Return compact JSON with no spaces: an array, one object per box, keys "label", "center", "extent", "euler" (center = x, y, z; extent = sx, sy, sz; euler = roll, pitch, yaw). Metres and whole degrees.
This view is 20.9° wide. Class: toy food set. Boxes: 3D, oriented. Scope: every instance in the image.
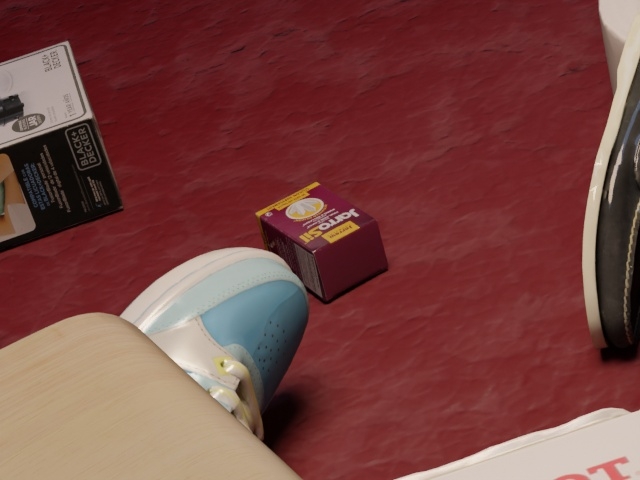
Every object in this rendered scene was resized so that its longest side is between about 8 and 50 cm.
[{"label":"toy food set","center":[-0.145,0.162,0.749],"extent":[0.306,0.092,0.219],"euler":[-27,38,-23]}]

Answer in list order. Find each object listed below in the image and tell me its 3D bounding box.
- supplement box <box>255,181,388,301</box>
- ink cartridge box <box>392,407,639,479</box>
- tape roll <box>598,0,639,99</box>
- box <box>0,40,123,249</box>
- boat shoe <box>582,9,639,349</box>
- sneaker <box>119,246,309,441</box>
[{"label":"supplement box","center":[0.000,0.000,1.206],"extent":[0.055,0.043,0.083],"euler":[-28,33,-21]},{"label":"ink cartridge box","center":[0.072,0.207,0.529],"extent":[0.226,0.131,0.306],"euler":[-17,28,-7]},{"label":"tape roll","center":[0.343,-0.151,1.236],"extent":[0.286,0.100,0.286],"euler":[-12,31,8]},{"label":"box","center":[-0.317,-0.050,1.396],"extent":[0.290,0.087,0.169],"euler":[-19,31,-6]},{"label":"boat shoe","center":[0.212,-0.041,1.068],"extent":[0.079,0.084,0.233],"euler":[9,68,24]},{"label":"sneaker","center":[-0.051,0.134,0.937],"extent":[0.208,0.127,0.319],"euler":[8,48,38]}]
